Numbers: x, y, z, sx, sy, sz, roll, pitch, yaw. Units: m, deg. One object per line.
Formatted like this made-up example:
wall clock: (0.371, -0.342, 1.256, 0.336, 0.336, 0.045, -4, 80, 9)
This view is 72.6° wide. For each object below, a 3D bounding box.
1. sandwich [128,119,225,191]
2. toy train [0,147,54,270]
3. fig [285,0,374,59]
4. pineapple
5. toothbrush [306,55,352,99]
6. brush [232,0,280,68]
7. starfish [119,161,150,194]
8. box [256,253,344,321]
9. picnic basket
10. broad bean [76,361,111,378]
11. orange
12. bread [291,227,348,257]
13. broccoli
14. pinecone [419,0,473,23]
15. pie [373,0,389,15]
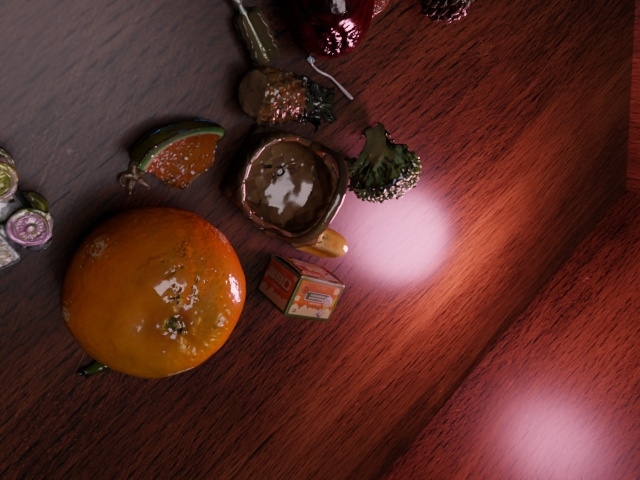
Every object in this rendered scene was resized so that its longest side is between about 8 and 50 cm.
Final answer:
sandwich: (-0.339, -0.222, 1.057, 0.235, 0.079, 0.159, -44, 150, -20)
toy train: (-0.654, -0.065, 0.854, 0.178, 0.134, 0.260, -33, 128, -21)
fig: (0.025, -0.589, 1.078, 0.224, 0.224, 0.262, 15, 100, -42)
pineapple: (-0.062, -0.365, 1.161, 0.310, 0.141, 0.170, -10, 80, -47)
toothbrush: (0.029, -0.470, 1.269, 0.022, 0.017, 0.204, -46, 135, 16)
brush: (-0.188, -0.554, 1.019, 0.084, 0.071, 0.300, -39, 130, -12)
starfish: (-0.440, -0.156, 1.050, 0.091, 0.028, 0.078, -26, 128, -30)
box: (-0.063, 0.149, 1.398, 0.195, 0.178, 0.148, 18, 99, -42)
picnic basket: (-0.058, -0.129, 1.170, 0.337, 0.337, 0.292, 25, 95, -43)
broad bean: (-0.516, 0.325, 1.223, 0.298, 0.043, 0.060, -6, 126, -35)
orange: (-0.377, 0.130, 1.041, 0.424, 0.326, 0.423, -17, 119, -32)
bread: (0.000, -0.002, 1.413, 0.173, 0.134, 0.085, 24, 64, -47)
broccoli: (0.206, -0.226, 1.412, 0.243, 0.272, 0.180, -15, 143, 17)
pinecone: (0.384, -0.748, 1.307, 0.184, 0.179, 0.205, -45, 154, 18)
pie: (0.125, -0.682, 1.196, 0.154, 0.038, 0.153, -13, 137, -12)
